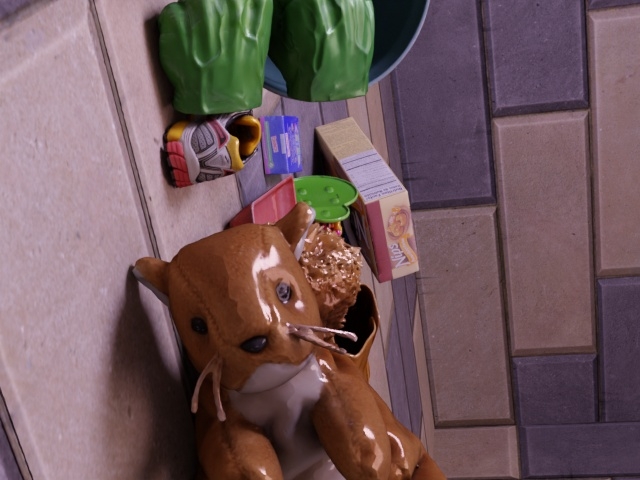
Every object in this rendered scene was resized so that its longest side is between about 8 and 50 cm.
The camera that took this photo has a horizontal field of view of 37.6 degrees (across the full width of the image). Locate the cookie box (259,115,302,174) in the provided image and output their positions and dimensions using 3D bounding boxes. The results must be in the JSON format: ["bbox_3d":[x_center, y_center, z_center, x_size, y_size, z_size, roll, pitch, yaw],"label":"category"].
[{"bbox_3d":[-0.061,-0.151,1.483,0.107,0.040,0.091,-30,115,-78],"label":"cookie box"}]

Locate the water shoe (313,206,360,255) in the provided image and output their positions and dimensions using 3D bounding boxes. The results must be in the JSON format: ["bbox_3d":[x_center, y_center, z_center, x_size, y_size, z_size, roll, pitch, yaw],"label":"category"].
[{"bbox_3d":[0.018,-0.008,1.761,0.073,0.080,0.203,37,-32,52],"label":"water shoe"}]

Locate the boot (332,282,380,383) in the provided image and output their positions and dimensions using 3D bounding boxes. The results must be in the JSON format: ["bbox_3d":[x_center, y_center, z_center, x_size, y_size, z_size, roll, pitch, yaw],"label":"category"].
[{"bbox_3d":[0.041,0.142,1.350,0.295,0.104,0.211,-79,-177,-58],"label":"boot"}]

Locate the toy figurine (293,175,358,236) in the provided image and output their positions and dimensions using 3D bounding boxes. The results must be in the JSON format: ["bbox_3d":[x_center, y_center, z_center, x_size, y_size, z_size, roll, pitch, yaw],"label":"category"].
[{"bbox_3d":[0.000,0.000,1.529,0.173,0.130,0.159,-116,-157,-61],"label":"toy figurine"}]

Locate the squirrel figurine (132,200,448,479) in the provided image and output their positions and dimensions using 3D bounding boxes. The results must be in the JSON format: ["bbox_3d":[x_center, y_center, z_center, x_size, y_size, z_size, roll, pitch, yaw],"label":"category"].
[{"bbox_3d":[-0.057,0.128,1.008,0.397,0.281,0.370,-103,172,-62],"label":"squirrel figurine"}]

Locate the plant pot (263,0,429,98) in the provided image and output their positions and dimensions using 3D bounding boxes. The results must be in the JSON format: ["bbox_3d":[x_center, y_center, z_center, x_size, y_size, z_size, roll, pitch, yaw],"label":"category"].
[{"bbox_3d":[-0.026,-0.346,1.231,0.196,0.293,0.293,-131,-152,-63],"label":"plant pot"}]

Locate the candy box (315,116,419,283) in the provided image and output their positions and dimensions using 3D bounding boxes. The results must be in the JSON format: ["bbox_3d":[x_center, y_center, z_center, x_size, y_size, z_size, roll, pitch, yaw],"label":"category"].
[{"bbox_3d":[0.085,-0.084,1.790,0.316,0.088,0.182,-119,-167,-53],"label":"candy box"}]

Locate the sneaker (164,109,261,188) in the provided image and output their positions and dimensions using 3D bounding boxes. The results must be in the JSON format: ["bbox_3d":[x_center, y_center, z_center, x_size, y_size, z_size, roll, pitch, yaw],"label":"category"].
[{"bbox_3d":[-0.108,-0.124,1.106,0.225,0.093,0.088,-76,158,-60],"label":"sneaker"}]

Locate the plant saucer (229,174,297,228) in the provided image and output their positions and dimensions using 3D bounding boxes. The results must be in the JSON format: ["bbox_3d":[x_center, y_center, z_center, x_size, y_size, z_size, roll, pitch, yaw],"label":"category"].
[{"bbox_3d":[-0.071,0.053,1.343,0.258,0.048,0.259,-51,134,-74],"label":"plant saucer"}]

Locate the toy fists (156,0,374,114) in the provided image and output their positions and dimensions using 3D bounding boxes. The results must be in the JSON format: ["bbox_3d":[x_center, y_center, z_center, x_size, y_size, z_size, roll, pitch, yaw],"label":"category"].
[{"bbox_3d":[-0.057,-0.234,1.078,0.096,0.279,0.142,36,-51,51],"label":"toy fists"}]
